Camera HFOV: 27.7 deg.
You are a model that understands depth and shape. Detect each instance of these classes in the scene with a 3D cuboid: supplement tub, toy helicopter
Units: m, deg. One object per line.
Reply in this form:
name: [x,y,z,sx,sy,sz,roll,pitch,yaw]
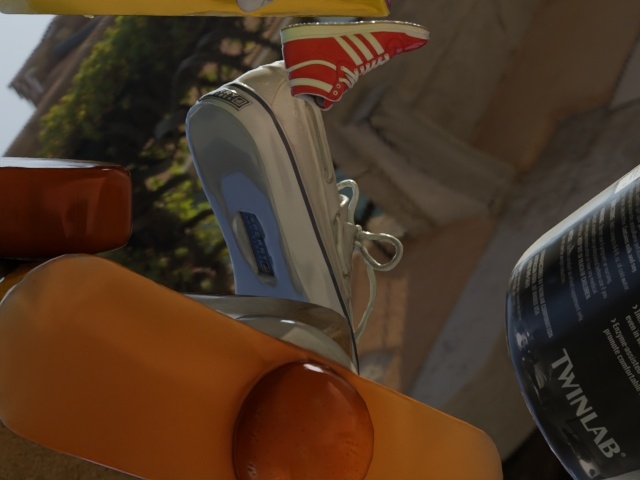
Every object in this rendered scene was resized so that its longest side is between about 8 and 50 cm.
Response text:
supplement tub: [0.277,0.006,0.670,0.207,0.338,0.207,27,-137,-28]
toy helicopter: [-0.096,0.057,0.355,0.355,0.235,0.140,-12,-74,-64]

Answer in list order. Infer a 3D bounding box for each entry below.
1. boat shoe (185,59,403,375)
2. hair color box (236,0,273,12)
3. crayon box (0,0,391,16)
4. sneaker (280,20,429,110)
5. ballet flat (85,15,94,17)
boat shoe: [-0.007,-0.003,1.216,0.156,0.136,0.367,-39,-55,-34]
hair color box: [0.022,-0.187,0.401,0.185,0.339,0.110,-26,-91,1]
crayon box: [-0.138,-0.281,0.799,0.363,0.313,0.106,57,-141,-59]
sneaker: [0.029,-0.136,1.016,0.119,0.042,0.067,-4,-96,-9]
ballet flat: [-0.195,-0.224,1.100,0.079,0.221,0.077,43,-100,-34]
